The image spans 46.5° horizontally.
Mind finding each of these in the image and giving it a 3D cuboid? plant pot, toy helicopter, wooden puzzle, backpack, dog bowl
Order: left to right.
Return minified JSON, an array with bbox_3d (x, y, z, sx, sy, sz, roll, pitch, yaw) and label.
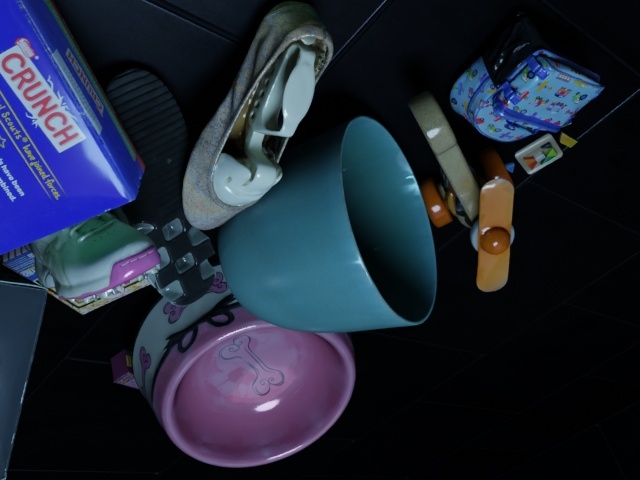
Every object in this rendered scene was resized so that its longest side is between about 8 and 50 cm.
[{"bbox_3d":[-0.120,0.231,1.318,0.408,0.150,0.408,-10,124,-15],"label":"dog bowl"},{"bbox_3d":[0.000,0.000,1.056,0.235,0.293,0.293,-17,149,27],"label":"plant pot"},{"bbox_3d":[0.203,-0.078,1.066,0.140,0.235,0.355,-26,145,13],"label":"toy helicopter"},{"bbox_3d":[0.274,-0.204,1.030,0.158,0.117,0.173,13,138,-36],"label":"backpack"},{"bbox_3d":[0.368,-0.143,1.246,0.116,0.014,0.078,-36,142,25],"label":"wooden puzzle"}]

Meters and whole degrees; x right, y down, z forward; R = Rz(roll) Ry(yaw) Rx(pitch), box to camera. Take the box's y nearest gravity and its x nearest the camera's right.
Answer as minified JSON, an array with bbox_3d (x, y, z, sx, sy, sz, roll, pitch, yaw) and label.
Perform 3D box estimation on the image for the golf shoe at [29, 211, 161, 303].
[{"bbox_3d":[-0.295,-0.007,0.902,0.115,0.140,0.306,-29,-161,-33],"label":"golf shoe"}]

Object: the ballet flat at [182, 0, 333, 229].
[{"bbox_3d":[-0.077,-0.129,0.892,0.108,0.106,0.316,5,119,-40],"label":"ballet flat"}]

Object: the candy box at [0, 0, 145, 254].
[{"bbox_3d":[-0.388,-0.112,0.770,0.317,0.122,0.268,-20,119,5],"label":"candy box"}]

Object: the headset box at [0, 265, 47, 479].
[{"bbox_3d":[-0.477,0.148,0.957,0.131,0.246,0.283,14,177,-38],"label":"headset box"}]

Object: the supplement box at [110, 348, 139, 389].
[{"bbox_3d":[-0.357,0.250,1.435,0.043,0.055,0.083,-34,144,20],"label":"supplement box"}]

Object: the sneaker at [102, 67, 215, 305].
[{"bbox_3d":[-0.244,-0.072,0.982,0.122,0.146,0.330,-29,129,-32],"label":"sneaker"}]

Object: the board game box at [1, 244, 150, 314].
[{"bbox_3d":[-0.360,0.032,1.134,0.147,0.045,0.193,-24,145,8],"label":"board game box"}]
